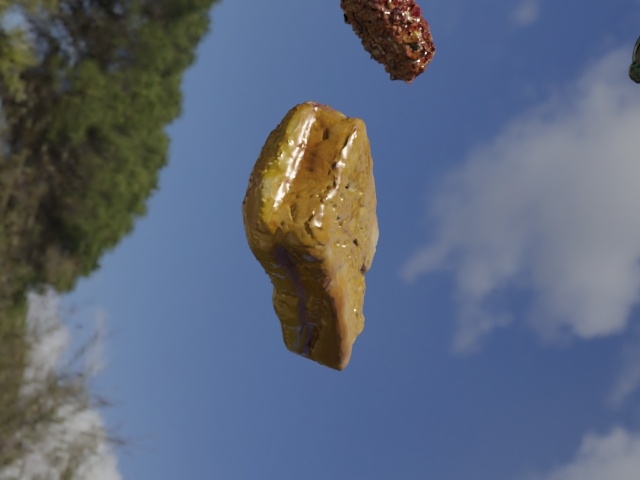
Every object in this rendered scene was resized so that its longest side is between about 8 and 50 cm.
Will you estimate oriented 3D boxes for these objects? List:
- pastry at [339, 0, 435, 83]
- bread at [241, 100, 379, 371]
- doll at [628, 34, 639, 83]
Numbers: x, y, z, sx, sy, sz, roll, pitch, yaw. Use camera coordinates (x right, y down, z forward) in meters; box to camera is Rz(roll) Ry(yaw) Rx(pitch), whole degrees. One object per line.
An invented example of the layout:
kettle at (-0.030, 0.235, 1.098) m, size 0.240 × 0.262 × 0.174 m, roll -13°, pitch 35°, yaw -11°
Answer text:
pastry at (0.119, -0.372, 2.342) m, size 0.115 × 0.208 × 0.097 m, roll -11°, pitch -145°, yaw 47°
bread at (0.000, 0.000, 1.533) m, size 0.380 × 0.109 × 0.185 m, roll 77°, pitch 29°, yaw -61°
doll at (0.604, -0.233, 2.101) m, size 0.186 × 0.198 × 0.322 m, roll -36°, pitch -129°, yaw -9°
